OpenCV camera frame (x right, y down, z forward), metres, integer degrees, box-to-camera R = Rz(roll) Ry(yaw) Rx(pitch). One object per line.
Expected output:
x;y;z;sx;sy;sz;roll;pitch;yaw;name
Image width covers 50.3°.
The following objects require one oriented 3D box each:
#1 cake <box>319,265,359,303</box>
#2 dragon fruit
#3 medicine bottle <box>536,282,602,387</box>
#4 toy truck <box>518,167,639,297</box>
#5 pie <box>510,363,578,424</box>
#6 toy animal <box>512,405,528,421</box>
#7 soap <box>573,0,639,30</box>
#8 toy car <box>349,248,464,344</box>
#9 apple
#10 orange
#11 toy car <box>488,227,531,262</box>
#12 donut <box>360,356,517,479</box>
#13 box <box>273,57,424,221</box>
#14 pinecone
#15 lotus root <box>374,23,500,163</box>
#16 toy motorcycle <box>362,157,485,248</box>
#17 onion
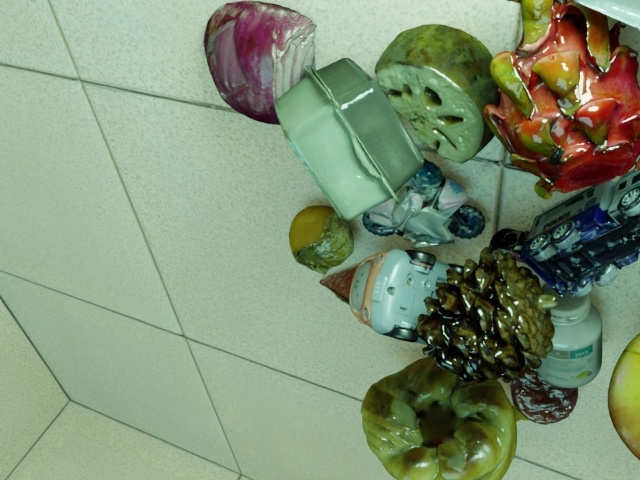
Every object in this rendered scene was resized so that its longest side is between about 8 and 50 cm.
0.071;0.133;1.609;0.086;0.117;0.220;42;141;-21;cake
0.347;-0.211;0.946;0.243;0.227;0.307;55;166;39;dragon fruit
0.484;0.179;1.344;0.135;0.135;0.215;8;137;29;medicine bottle
0.471;-0.027;1.115;0.124;0.155;0.268;41;139;-11;toy truck
0.502;0.339;1.531;0.154;0.036;0.154;2;94;20;pie
0.500;0.400;1.647;0.070;0.083;0.159;4;153;-6;toy animal
0.453;-0.368;0.752;0.257;0.159;0.302;28;141;10;soap
0.175;0.118;1.427;0.270;0.181;0.212;18;173;-39;toy car
0.658;0.287;1.226;0.286;0.286;0.233;22;171;15;apple
0.000;0.000;1.503;0.156;0.134;0.156;29;154;15;orange
0.389;0.012;1.284;0.142;0.069;0.055;15;136;23;toy car
0.275;0.433;1.607;0.360;0.360;0.170;7;142;30;donut
0.042;-0.179;1.145;0.166;0.290;0.220;-34;116;7;box
0.294;0.146;1.218;0.257;0.243;0.243;-32;116;7;pinecone
0.206;-0.240;1.095;0.235;0.119;0.138;45;142;-12;lotus root
0.184;-0.082;1.304;0.239;0.108;0.204;-10;134;12;toy motorcycle
-0.131;-0.311;1.272;0.247;0.111;0.250;16;142;18;onion
